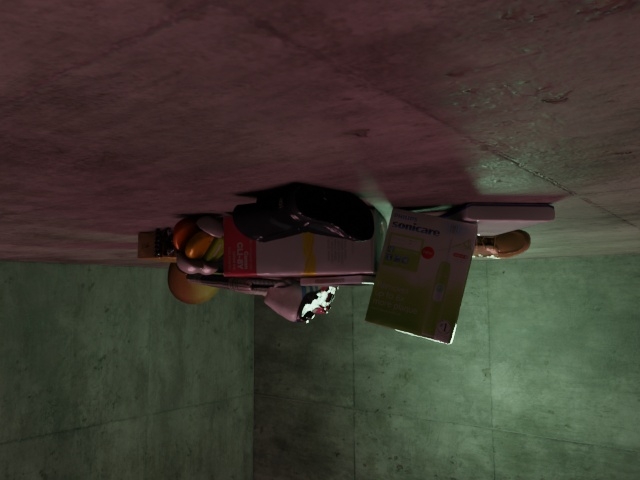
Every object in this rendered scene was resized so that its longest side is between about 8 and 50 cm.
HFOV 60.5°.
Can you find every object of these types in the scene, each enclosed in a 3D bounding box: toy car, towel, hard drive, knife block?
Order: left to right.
[{"bbox_3d":[-0.460,0.019,1.794,0.242,0.088,0.275,-2,173,19],"label":"knife block"},{"bbox_3d":[-0.322,-0.001,1.466,0.136,0.159,0.182,34,-173,19],"label":"toy car"},{"bbox_3d":[-0.204,0.143,1.712,0.312,0.056,0.324,2,176,41],"label":"towel"},{"bbox_3d":[0.421,-0.049,1.410,0.210,0.040,0.319,1,174,-5],"label":"hard drive"}]

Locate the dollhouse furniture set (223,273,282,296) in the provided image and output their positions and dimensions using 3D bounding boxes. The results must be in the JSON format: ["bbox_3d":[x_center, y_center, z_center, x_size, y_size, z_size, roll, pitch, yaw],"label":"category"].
[{"bbox_3d":[-0.268,0.030,2.046,0.286,0.198,0.303,36,-178,-43],"label":"dollhouse furniture set"}]

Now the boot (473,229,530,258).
[{"bbox_3d":[0.482,0.001,1.670,0.261,0.095,0.203,1,175,37],"label":"boot"}]

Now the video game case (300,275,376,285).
[{"bbox_3d":[0.069,0.106,1.430,0.173,0.022,0.190,-5,172,29],"label":"video game case"}]

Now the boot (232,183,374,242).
[{"bbox_3d":[-0.036,-0.044,1.155,0.246,0.094,0.207,14,162,-42],"label":"boot"}]

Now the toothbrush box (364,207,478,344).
[{"bbox_3d":[0.246,0.087,1.323,0.206,0.283,0.122,14,173,17],"label":"toothbrush box"}]

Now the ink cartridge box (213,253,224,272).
[{"bbox_3d":[-0.315,0.030,1.680,0.104,0.062,0.181,-2,146,19],"label":"ink cartridge box"}]

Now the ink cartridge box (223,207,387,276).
[{"bbox_3d":[-0.027,0.018,1.453,0.384,0.161,0.279,-2,174,14],"label":"ink cartridge box"}]

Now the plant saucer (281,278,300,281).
[{"bbox_3d":[-0.038,0.111,1.991,0.084,0.332,0.332,41,-177,12],"label":"plant saucer"}]

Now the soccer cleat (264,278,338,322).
[{"bbox_3d":[-0.050,0.148,1.561,0.143,0.116,0.331,21,-173,15],"label":"soccer cleat"}]

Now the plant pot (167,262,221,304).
[{"bbox_3d":[-0.544,0.123,2.328,0.237,0.237,0.254,0,158,-7],"label":"plant pot"}]
